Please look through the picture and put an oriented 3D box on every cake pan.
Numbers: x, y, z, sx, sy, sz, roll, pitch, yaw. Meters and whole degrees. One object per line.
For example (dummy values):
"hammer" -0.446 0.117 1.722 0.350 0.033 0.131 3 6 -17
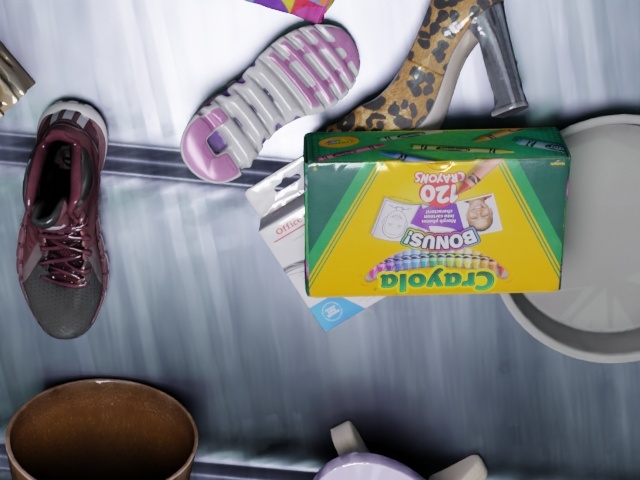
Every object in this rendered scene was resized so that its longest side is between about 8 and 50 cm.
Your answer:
"cake pan" 0.336 -0.005 1.767 0.293 0.054 0.293 0 106 0

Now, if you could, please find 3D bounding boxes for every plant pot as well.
"plant pot" -0.255 0.316 1.804 0.215 0.215 0.230 5 121 -1

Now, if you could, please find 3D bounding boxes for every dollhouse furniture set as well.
"dollhouse furniture set" -0.409 -0.164 1.656 0.129 0.183 0.129 -37 103 10

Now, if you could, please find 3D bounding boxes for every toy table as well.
"toy table" 0.084 0.342 1.816 0.252 0.161 0.274 -17 106 5

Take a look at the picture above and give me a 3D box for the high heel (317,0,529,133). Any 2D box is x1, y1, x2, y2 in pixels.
"high heel" 0.088 -0.199 1.715 0.261 0.093 0.186 -16 84 18

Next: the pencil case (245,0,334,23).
"pencil case" -0.089 -0.314 1.657 0.236 0.104 0.104 21 105 -6

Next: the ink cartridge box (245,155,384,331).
"ink cartridge box" 0.000 0.000 1.766 0.104 0.060 0.180 -31 104 9

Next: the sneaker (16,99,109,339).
"sneaker" -0.296 -0.005 1.713 0.107 0.162 0.281 2 106 0

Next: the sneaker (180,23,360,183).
"sneaker" -0.064 -0.155 1.710 0.236 0.104 0.095 -38 102 -12

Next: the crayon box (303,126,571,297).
"crayon box" 0.121 -0.030 1.669 0.279 0.081 0.165 -2 119 -2
